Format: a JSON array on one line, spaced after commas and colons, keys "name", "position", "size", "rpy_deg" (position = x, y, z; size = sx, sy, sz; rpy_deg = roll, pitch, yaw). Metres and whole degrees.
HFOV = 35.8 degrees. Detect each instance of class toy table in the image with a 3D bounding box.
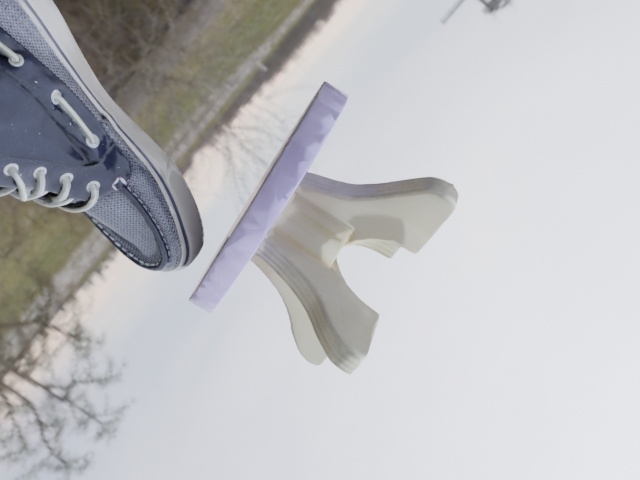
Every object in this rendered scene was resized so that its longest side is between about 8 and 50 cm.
[{"name": "toy table", "position": [0.000, 0.000, 0.954], "size": [0.274, 0.160, 0.252], "rpy_deg": [-51, -171, 47]}]

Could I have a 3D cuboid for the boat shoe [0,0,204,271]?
[{"name": "boat shoe", "position": [-0.248, -0.067, 0.897], "size": [0.127, 0.341, 0.158], "rpy_deg": [-12, -147, 40]}]
